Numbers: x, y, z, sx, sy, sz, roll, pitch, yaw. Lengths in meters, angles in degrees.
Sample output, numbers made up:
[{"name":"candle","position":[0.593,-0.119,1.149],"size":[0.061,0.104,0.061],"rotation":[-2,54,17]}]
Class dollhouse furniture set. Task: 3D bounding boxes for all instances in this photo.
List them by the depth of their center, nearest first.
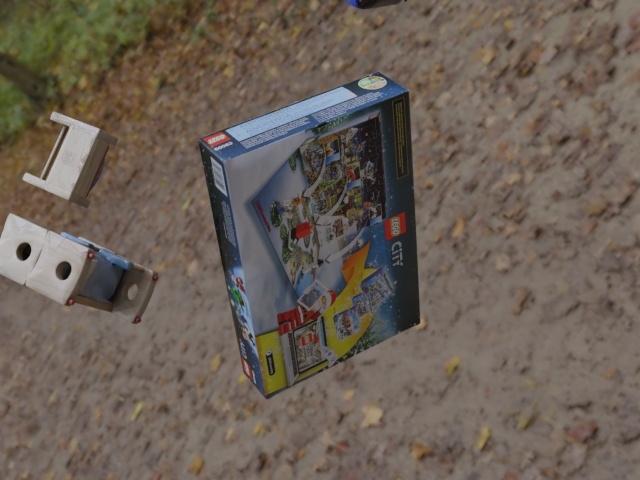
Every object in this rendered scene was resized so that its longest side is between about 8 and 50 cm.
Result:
[{"name":"dollhouse furniture set","position":[-0.247,-0.022,1.114],"size":[0.129,0.129,0.183],"rotation":[22,87,29]}]

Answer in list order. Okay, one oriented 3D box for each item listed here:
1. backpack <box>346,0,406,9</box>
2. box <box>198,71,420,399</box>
[{"name":"backpack","position":[0.048,-0.276,0.877],"size":[0.098,0.101,0.120],"rotation":[-36,-19,-56]},{"name":"box","position":[0.000,0.000,0.805],"size":[0.159,0.233,0.044],"rotation":[-24,39,-23]}]
